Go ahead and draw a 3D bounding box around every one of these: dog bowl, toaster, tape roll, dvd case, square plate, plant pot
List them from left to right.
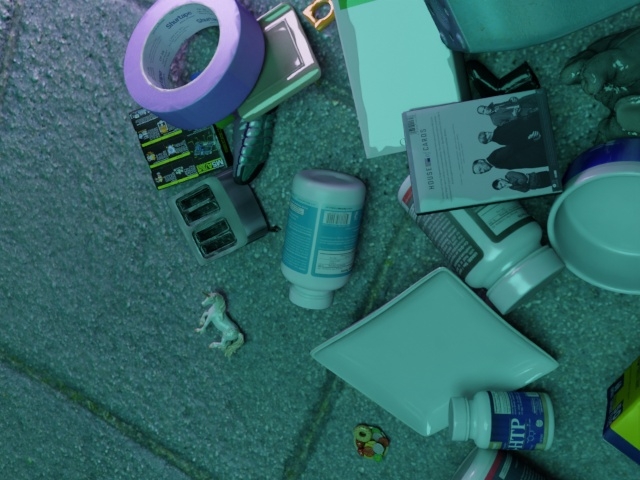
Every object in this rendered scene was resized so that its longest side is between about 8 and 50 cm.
[{"bbox_3d":[-0.248,-0.359,1.547,0.275,0.090,0.274,-9,69,26],"label":"tape roll"},{"bbox_3d":[-0.212,-0.050,1.677,0.186,0.110,0.168,-24,96,26],"label":"toaster"},{"bbox_3d":[0.219,0.220,1.540,0.347,0.049,0.344,38,122,-24],"label":"square plate"},{"bbox_3d":[0.264,-0.146,1.310,0.239,0.029,0.179,-8,81,11],"label":"dvd case"},{"bbox_3d":[0.289,-0.414,1.224,0.252,0.248,0.247,-30,107,3],"label":"plant pot"},{"bbox_3d":[0.523,-0.037,1.323,0.265,0.104,0.264,17,137,16],"label":"dog bowl"}]

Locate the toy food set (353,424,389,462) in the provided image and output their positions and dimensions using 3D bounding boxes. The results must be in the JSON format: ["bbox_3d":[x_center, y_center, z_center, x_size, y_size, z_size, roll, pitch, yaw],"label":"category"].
[{"bbox_3d":[0.111,0.444,1.733,0.083,0.020,0.083,10,108,19],"label":"toy food set"}]

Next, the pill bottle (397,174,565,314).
[{"bbox_3d":[0.280,-0.020,1.386,0.161,0.161,0.283,-46,70,26],"label":"pill bottle"}]

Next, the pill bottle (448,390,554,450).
[{"bbox_3d":[0.345,0.347,1.529,0.187,0.112,0.111,1,106,2],"label":"pill bottle"}]

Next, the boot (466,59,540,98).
[{"bbox_3d":[0.330,-0.289,1.422,0.099,0.045,0.121,-25,101,29],"label":"boot"}]

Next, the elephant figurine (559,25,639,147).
[{"bbox_3d":[0.521,-0.221,1.322,0.169,0.186,0.239,-36,103,-16],"label":"elephant figurine"}]

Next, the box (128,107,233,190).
[{"bbox_3d":[-0.299,-0.219,1.703,0.191,0.045,0.184,-16,100,25],"label":"box"}]

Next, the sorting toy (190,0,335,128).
[{"bbox_3d":[-0.096,-0.344,1.545,0.348,0.047,0.195,-30,62,16],"label":"sorting toy"}]

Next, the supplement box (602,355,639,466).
[{"bbox_3d":[0.672,0.234,1.346,0.195,0.194,0.356,37,115,9],"label":"supplement box"}]

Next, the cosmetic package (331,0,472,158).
[{"bbox_3d":[0.149,-0.347,1.419,0.197,0.155,0.365,-11,99,20],"label":"cosmetic package"}]

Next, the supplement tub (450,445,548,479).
[{"bbox_3d":[0.385,0.542,1.553,0.272,0.191,0.191,34,115,11],"label":"supplement tub"}]

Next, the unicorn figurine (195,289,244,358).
[{"bbox_3d":[-0.232,0.183,1.787,0.162,0.060,0.111,42,116,-11],"label":"unicorn figurine"}]

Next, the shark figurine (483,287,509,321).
[{"bbox_3d":[0.310,0.047,1.490,0.166,0.116,0.278,-25,96,25],"label":"shark figurine"}]

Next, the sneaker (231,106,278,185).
[{"bbox_3d":[-0.154,-0.229,1.629,0.098,0.083,0.223,23,101,26],"label":"sneaker"}]

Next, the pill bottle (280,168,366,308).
[{"bbox_3d":[0.000,0.000,1.584,0.146,0.146,0.263,16,110,18],"label":"pill bottle"}]
